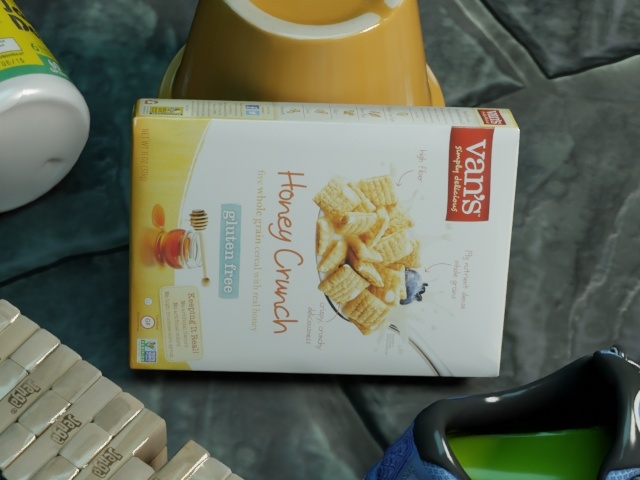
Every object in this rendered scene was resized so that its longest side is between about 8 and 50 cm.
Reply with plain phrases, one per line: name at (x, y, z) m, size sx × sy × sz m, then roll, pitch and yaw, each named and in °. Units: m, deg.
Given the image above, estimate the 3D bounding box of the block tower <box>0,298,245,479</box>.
block tower at (-0.105, 0.166, 1.057) m, size 0.335 × 0.091 × 0.097 m, roll 33°, pitch 58°, yaw 19°

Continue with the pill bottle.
pill bottle at (-0.256, -0.127, 1.251) m, size 0.117 × 0.117 × 0.208 m, roll -25°, pitch 58°, yaw -22°

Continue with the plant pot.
plant pot at (-0.010, -0.116, 1.218) m, size 0.205 × 0.188 × 0.205 m, roll 2°, pitch 52°, yaw -3°

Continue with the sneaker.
sneaker at (0.192, 0.145, 1.057) m, size 0.330 × 0.147 × 0.130 m, roll 1°, pitch 53°, yaw -13°

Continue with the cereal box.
cereal box at (0.000, 0.000, 1.144) m, size 0.240 × 0.173 × 0.047 m, roll 1°, pitch 21°, yaw -3°
